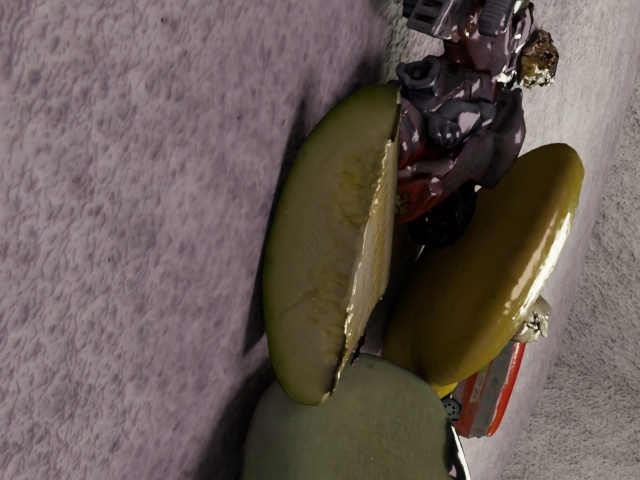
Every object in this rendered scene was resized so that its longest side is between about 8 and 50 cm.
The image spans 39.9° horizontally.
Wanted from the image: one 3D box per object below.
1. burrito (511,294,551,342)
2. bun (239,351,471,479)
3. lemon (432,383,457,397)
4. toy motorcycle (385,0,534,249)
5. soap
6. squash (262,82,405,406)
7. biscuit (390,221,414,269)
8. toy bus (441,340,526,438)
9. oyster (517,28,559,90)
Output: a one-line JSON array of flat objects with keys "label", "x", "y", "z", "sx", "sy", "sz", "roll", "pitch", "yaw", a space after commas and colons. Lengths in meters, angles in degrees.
[{"label": "burrito", "x": 0.330, "y": 0.116, "z": 1.568, "sx": 0.107, "sy": 0.175, "sz": 0.347, "roll": -43, "pitch": 164, "yaw": 14}, {"label": "bun", "x": 0.014, "y": 0.264, "z": 0.896, "sx": 0.187, "sy": 0.293, "sz": 0.293, "roll": -30, "pitch": -173, "yaw": 39}, {"label": "lemon", "x": 0.151, "y": 0.172, "z": 1.261, "sx": 0.109, "sy": 0.109, "sz": 0.133, "roll": -52, "pitch": 145, "yaw": -37}, {"label": "toy motorcycle", "x": 0.127, "y": -0.181, "z": 0.839, "sx": 0.207, "sy": 0.134, "sz": 0.401, "roll": 0, "pitch": 112, "yaw": -49}, {"label": "soap", "x": 0.190, "y": 0.035, "z": 1.046, "sx": 0.306, "sy": 0.115, "sz": 0.427, "roll": -55, "pitch": 180, "yaw": -8}, {"label": "squash", "x": 0.000, "y": 0.000, "z": 0.757, "sx": 0.252, "sy": 0.093, "sz": 0.169, "roll": 90, "pitch": 23, "yaw": -47}, {"label": "biscuit", "x": 0.154, "y": -0.125, "z": 1.095, "sx": 0.325, "sy": 0.044, "sz": 0.217, "roll": -48, "pitch": 148, "yaw": -44}, {"label": "toy bus", "x": 0.326, "y": 0.272, "z": 1.756, "sx": 0.121, "sy": 0.119, "sz": 0.265, "roll": -11, "pitch": 118, "yaw": -64}, {"label": "oyster", "x": 0.360, "y": -0.290, "z": 1.434, "sx": 0.148, "sy": 0.051, "sz": 0.103, "roll": -28, "pitch": 127, "yaw": -46}]
